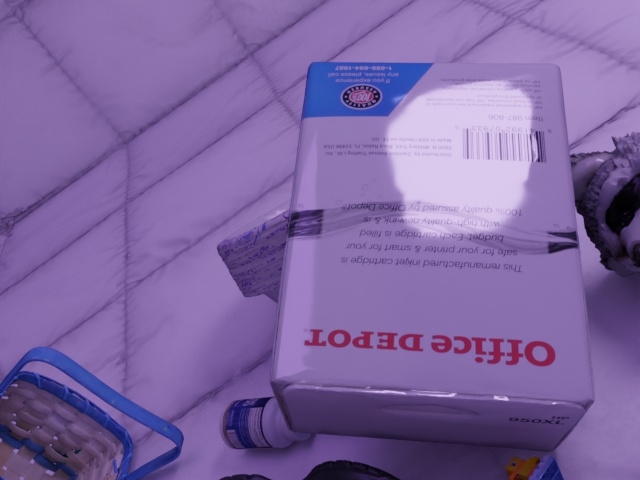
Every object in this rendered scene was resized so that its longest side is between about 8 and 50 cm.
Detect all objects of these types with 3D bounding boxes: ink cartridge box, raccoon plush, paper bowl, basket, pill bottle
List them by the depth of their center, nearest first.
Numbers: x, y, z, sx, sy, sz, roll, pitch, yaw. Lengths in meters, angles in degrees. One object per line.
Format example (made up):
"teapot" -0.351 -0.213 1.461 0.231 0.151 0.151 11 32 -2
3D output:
"ink cartridge box" 0.114 0.006 0.788 0.285 0.166 0.395 2 59 6
"raccoon plush" 0.488 -0.089 0.804 0.446 0.216 0.299 -20 3 -33
"pill bottle" -0.070 0.241 0.965 0.120 0.067 0.067 -13 37 35
"basket" -0.374 0.288 1.037 0.289 0.255 0.201 -35 25 27
"paper bowl" 0.000 0.000 1.097 0.284 0.148 0.284 -30 7 4

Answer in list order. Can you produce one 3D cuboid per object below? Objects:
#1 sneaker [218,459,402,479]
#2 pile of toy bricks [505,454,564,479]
"sneaker" -0.010 0.317 0.782 0.286 0.109 0.130 -23 41 36
"pile of toy bricks" 0.131 0.267 0.655 0.212 0.118 0.105 -42 28 -30
